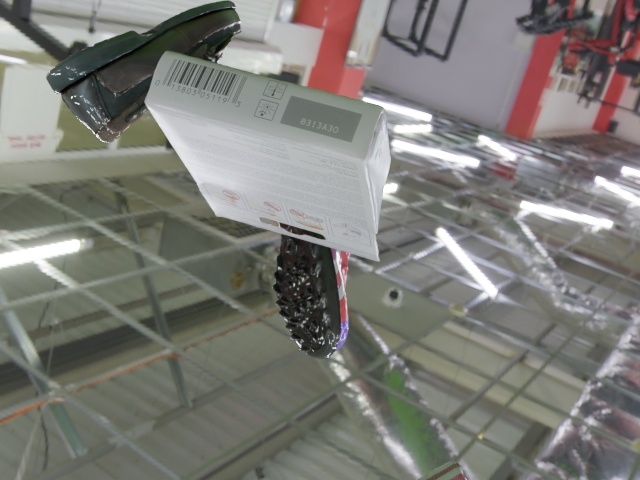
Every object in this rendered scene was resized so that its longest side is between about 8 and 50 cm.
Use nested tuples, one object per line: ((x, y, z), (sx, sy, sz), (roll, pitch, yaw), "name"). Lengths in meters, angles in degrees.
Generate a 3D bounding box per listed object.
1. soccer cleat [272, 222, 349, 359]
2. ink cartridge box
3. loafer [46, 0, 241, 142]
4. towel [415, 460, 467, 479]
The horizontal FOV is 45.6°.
((0.000, 0.000, 0.968), (0.116, 0.108, 0.318), (10, -128, -36), "soccer cleat")
((-0.030, -0.062, 0.654), (0.181, 0.056, 0.224), (16, 164, 13), "ink cartridge box")
((-0.161, -0.175, 0.778), (0.096, 0.084, 0.267), (-19, -165, 37), "loafer")
((0.144, 0.323, 0.752), (0.144, 0.029, 0.197), (-15, -123, -38), "towel")
